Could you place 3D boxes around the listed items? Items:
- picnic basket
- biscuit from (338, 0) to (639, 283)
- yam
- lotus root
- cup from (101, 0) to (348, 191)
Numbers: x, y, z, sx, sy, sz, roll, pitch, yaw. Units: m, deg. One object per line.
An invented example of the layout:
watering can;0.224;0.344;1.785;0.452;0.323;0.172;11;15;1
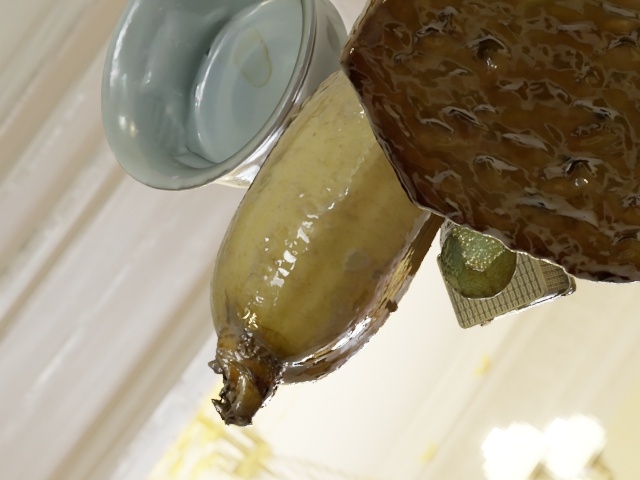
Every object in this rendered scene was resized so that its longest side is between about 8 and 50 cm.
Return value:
picnic basket;0.243;0.042;2.381;0.164;0.115;0.079;-26;-9;40
biscuit;0.189;-0.093;1.080;0.359;0.359;0.046;89;-168;-49
yam;0.136;0.004;1.561;0.070;0.070;0.146;-62;2;11
lotus root;0.000;0.000;1.443;0.342;0.151;0.169;-57;-18;-22
cup;-0.094;-0.206;2.237;0.163;0.347;0.347;22;-79;-47
